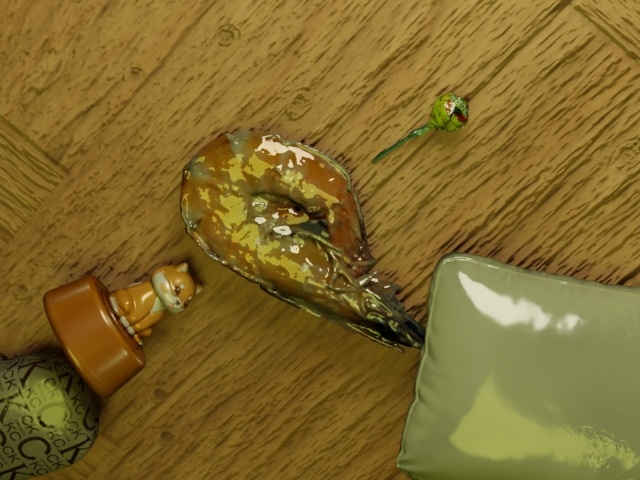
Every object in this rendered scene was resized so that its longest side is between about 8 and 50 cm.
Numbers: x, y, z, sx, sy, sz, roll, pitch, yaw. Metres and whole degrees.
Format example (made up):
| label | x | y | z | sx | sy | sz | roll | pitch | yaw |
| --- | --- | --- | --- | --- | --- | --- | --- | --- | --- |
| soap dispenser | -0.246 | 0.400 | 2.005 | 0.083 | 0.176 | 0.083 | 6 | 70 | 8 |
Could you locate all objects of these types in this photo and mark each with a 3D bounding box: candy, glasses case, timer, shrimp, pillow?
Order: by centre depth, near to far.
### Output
| label | x | y | z | sx | sy | sz | roll | pitch | yaw |
| --- | --- | --- | --- | --- | --- | --- | --- | --- | --- |
| candy | 0.096 | -0.107 | 1.520 | 0.123 | 0.035 | 0.035 | -29 | 66 | 34 |
| pillow | 0.252 | 0.158 | 1.553 | 0.322 | 0.120 | 0.255 | 12 | 95 | 4 |
| shrimp | 0.000 | 0.000 | 1.578 | 0.317 | 0.062 | 0.164 | 34 | 117 | -5 |
| timer | -0.199 | 0.076 | 1.642 | 0.152 | 0.132 | 0.132 | -31 | 110 | 1 |
| glasses case | -0.419 | 0.224 | 1.770 | 0.354 | 0.085 | 0.137 | -15 | 109 | 20 |
